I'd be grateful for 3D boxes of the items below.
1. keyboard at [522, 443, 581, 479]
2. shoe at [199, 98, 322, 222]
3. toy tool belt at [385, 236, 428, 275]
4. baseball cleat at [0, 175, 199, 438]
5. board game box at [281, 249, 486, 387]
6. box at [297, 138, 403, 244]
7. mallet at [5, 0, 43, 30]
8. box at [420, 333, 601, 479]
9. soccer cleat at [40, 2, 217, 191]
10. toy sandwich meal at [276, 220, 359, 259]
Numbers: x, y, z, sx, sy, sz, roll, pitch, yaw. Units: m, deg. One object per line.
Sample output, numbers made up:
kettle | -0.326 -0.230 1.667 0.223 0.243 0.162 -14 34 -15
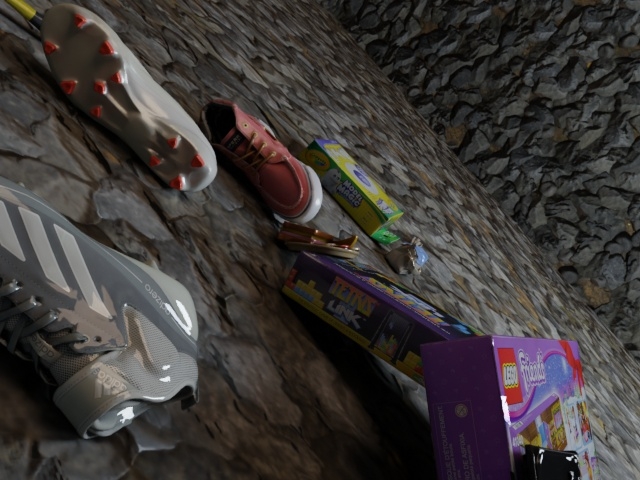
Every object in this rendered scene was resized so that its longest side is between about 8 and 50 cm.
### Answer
keyboard | 0.160 0.228 0.490 0.108 0.023 0.180 23 60 -48
shoe | -0.070 -0.088 0.817 0.081 0.063 0.178 24 22 -47
toy tool belt | 0.128 0.020 1.042 0.052 0.051 0.083 51 17 16
baseball cleat | -0.136 0.032 0.366 0.206 0.072 0.109 26 32 -39
board game box | 0.070 0.073 0.698 0.170 0.048 0.141 31 7 29
box | 0.053 -0.070 1.091 0.179 0.043 0.105 49 18 6
mallet | -0.264 -0.201 0.670 0.190 0.039 0.062 41 17 -28
box | 0.172 0.182 0.615 0.293 0.057 0.201 15 66 -59
soccer cleat | -0.167 -0.122 0.666 0.196 0.068 0.076 49 11 -13
toy sandwich meal | 0.000 0.000 0.768 0.085 0.029 0.085 8 -4 1
